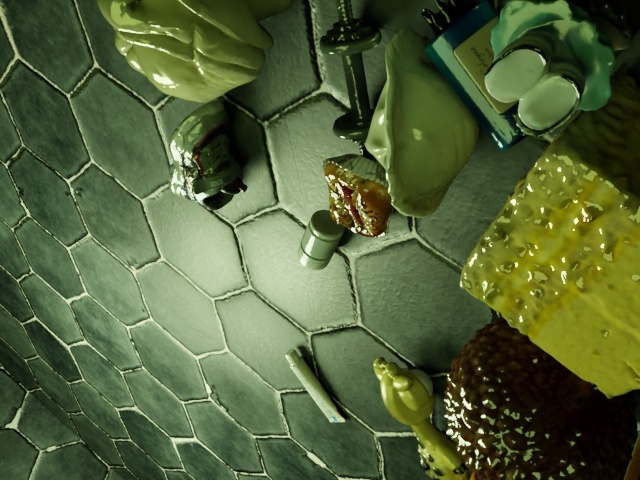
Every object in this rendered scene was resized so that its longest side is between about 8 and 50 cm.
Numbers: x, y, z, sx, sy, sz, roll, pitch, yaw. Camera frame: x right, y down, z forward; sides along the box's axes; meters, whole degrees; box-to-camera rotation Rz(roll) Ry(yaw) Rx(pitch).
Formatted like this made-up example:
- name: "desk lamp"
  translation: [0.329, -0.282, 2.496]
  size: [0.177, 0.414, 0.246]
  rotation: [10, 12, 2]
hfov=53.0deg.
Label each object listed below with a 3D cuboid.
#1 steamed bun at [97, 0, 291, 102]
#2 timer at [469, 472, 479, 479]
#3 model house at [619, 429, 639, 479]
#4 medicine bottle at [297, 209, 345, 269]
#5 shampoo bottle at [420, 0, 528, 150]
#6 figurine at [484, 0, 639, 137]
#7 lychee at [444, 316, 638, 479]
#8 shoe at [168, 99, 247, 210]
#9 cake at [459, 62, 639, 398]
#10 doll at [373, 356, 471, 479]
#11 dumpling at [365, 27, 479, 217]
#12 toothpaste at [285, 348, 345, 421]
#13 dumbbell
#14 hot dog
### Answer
- name: "steamed bun"
  translation: [-0.139, -0.311, 0.782]
  size: [0.203, 0.276, 0.289]
  rotation: [16, 106, 17]
- name: "timer"
  translation: [0.311, 0.382, 1.048]
  size: [0.132, 0.132, 0.152]
  rotation: [18, 111, 29]
- name: "model house"
  translation: [0.417, 0.391, 0.867]
  size: [0.198, 0.224, 0.215]
  rotation: [51, 138, -5]
- name: "medicine bottle"
  translation: [0.000, 0.000, 1.041]
  size: [0.058, 0.058, 0.091]
  rotation: [37, 138, 12]
- name: "shampoo bottle"
  translation: [0.185, -0.198, 0.722]
  size: [0.087, 0.050, 0.183]
  rotation: [-38, 95, 8]
- name: "figurine"
  translation: [0.213, -0.193, 0.575]
  size: [0.138, 0.245, 0.110]
  rotation: [41, 137, -2]
- name: "lychee"
  translation: [0.275, 0.220, 0.851]
  size: [0.271, 0.271, 0.271]
  rotation: [22, 133, 26]
- name: "shoe"
  translation: [-0.180, -0.121, 1.065]
  size: [0.125, 0.099, 0.227]
  rotation: [45, 145, 15]
- name: "cake"
  translation: [0.333, 0.011, 0.644]
  size: [0.286, 0.227, 0.222]
  rotation: [38, 142, 14]
- name: "doll"
  translation: [0.179, 0.317, 1.116]
  size: [0.291, 0.086, 0.117]
  rotation: [59, 155, -16]
- name: "dumpling"
  translation: [0.112, -0.123, 0.768]
  size: [0.126, 0.166, 0.215]
  rotation: [30, 129, 20]
- name: "toothpaste"
  translation: [-0.013, 0.299, 1.310]
  size: [0.048, 0.031, 0.190]
  rotation: [-18, 112, 43]
- name: "dumbbell"
  translation: [0.046, -0.203, 0.829]
  size: [0.082, 0.081, 0.254]
  rotation: [11, 127, 34]
- name: "hot dog"
  translation: [0.054, -0.057, 0.907]
  size: [0.108, 0.059, 0.191]
  rotation: [26, 163, 15]
